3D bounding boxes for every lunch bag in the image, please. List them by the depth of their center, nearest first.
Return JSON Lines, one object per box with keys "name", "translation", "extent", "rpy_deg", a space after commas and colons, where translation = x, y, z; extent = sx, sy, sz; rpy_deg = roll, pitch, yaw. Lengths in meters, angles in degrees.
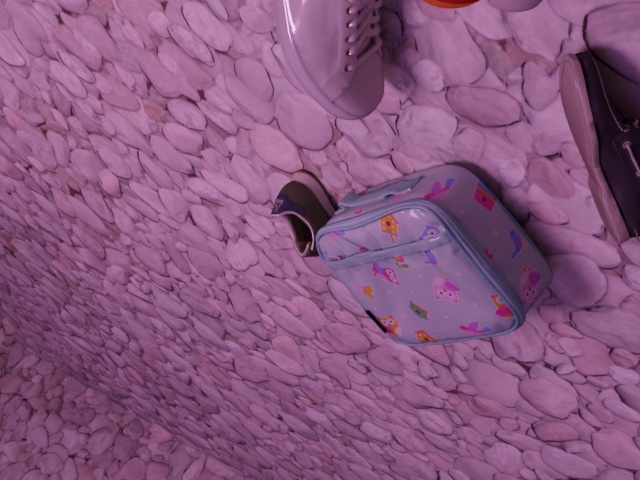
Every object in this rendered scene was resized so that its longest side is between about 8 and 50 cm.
{"name": "lunch bag", "translation": [0.125, 0.023, 1.052], "extent": [0.224, 0.108, 0.279], "rpy_deg": [48, 149, -15]}

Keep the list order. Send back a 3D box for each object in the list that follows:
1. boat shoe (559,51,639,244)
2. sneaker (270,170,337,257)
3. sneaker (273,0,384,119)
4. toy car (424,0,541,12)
{"name": "boat shoe", "translation": [0.280, -0.093, 0.792], "extent": [0.065, 0.075, 0.206], "rpy_deg": [-22, 118, 9]}
{"name": "sneaker", "translation": [0.000, 0.000, 1.180], "extent": [0.064, 0.086, 0.192], "rpy_deg": [-8, 127, 52]}
{"name": "sneaker", "translation": [0.023, -0.235, 0.810], "extent": [0.123, 0.106, 0.290], "rpy_deg": [15, 141, 40]}
{"name": "toy car", "translation": [0.122, -0.247, 0.629], "extent": [0.159, 0.136, 0.182], "rpy_deg": [40, 151, -1]}
